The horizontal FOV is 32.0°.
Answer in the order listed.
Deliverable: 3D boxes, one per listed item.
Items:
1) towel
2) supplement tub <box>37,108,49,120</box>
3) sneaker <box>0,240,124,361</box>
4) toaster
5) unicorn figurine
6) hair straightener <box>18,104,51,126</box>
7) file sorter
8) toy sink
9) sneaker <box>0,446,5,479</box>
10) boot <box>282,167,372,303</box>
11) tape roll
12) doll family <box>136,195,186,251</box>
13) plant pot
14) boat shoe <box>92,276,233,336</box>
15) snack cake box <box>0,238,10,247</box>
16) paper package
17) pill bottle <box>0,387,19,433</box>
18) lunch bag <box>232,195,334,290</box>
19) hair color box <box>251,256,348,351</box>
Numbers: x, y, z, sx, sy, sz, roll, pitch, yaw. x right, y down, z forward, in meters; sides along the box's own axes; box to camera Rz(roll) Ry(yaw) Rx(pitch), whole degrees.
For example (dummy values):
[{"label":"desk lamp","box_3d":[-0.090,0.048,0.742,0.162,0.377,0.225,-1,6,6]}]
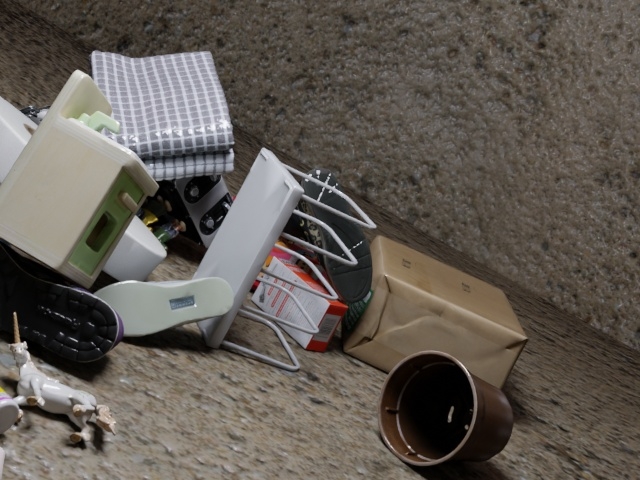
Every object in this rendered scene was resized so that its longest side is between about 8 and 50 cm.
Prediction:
[{"label":"towel","box_3d":[-0.280,-0.224,1.921,0.235,0.121,0.283,-9,43,-10]},{"label":"supplement tub","box_3d":[-0.450,-0.155,2.021,0.144,0.144,0.200,34,14,27]},{"label":"sneaker","box_3d":[-0.384,0.070,1.424,0.283,0.107,0.124,30,-3,0]},{"label":"toaster","box_3d":[-0.250,-0.093,2.021,0.186,0.110,0.168,24,-35,43]},{"label":"unicorn figurine","box_3d":[-0.304,0.169,1.247,0.162,0.060,0.111,40,8,-16]},{"label":"hair straightener","box_3d":[-0.542,-0.204,1.900,0.089,0.231,0.047,-98,168,-48]},{"label":"file sorter","box_3d":[-0.062,0.034,1.759,0.173,0.277,0.193,23,13,-26]},{"label":"toy sink","box_3d":[-0.303,-0.073,1.443,0.131,0.234,0.153,29,-10,9]},{"label":"sneaker","box_3d":[-0.342,0.196,1.054,0.070,0.051,0.134,18,19,-42]},{"label":"boot","box_3d":[0.001,-0.002,1.950,0.085,0.236,0.179,-21,2,-24]},{"label":"tape roll","box_3d":[-0.400,-0.083,1.717,0.392,0.072,0.392,43,0,0]},{"label":"doll family","box_3d":[-0.333,-0.043,1.954,0.193,0.076,0.111,28,51,36]},{"label":"plant pot","box_3d":[0.198,0.263,1.673,0.167,0.167,0.165,37,8,39]},{"label":"boat shoe","box_3d":[-0.237,0.098,1.603,0.228,0.079,0.081,-5,-10,-35]},{"label":"snack cake box","box_3d":[-0.575,-0.084,1.610,0.264,0.089,0.152,17,15,-40]},{"label":"paper package","box_3d":[0.202,0.148,2.091,0.310,0.168,0.325,24,13,-6]},{"label":"pill bottle","box_3d":[-0.355,0.164,1.167,0.083,0.043,0.043,34,14,31]},{"label":"lunch bag","box_3d":[-0.097,0.011,2.132,0.258,0.120,0.293,23,14,-13]},{"label":"hair color box","box_3d":[-0.038,0.109,1.926,0.053,0.093,0.167,15,18,-48]}]
